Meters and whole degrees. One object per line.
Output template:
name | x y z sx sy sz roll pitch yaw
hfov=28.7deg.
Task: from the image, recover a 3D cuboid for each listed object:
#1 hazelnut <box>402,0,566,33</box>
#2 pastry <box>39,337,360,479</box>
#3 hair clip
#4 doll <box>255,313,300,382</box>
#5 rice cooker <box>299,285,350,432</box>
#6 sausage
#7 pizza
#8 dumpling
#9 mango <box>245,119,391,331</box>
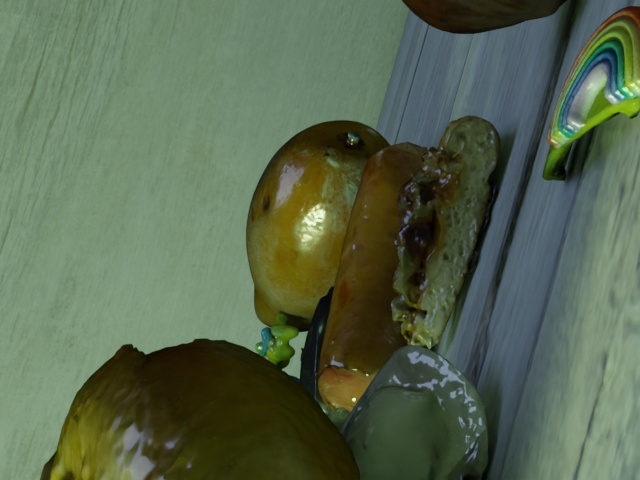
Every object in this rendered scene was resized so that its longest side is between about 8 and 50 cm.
hazelnut | 0.122 -0.239 0.886 0.182 0.182 0.182 -164 90 -88
pastry | -0.059 0.224 0.711 0.356 0.164 0.355 16 108 62
hair clip | 0.144 -0.076 0.670 0.188 0.033 0.060 113 175 -74
doll | -0.032 0.291 1.662 0.341 0.099 0.346 94 169 -64
rice cooker | 0.031 0.127 1.256 0.112 0.107 0.165 109 180 -61
sausage | 0.065 0.032 1.137 0.109 0.109 0.270 109 176 -59
pizza | 0.092 -0.004 1.034 0.154 0.069 0.193 119 168 -78
dumpling | 0.043 0.152 0.807 0.150 0.093 0.176 -85 9 -48
mango | 0.000 0.000 1.615 0.221 0.199 0.384 -58 -5 -40
